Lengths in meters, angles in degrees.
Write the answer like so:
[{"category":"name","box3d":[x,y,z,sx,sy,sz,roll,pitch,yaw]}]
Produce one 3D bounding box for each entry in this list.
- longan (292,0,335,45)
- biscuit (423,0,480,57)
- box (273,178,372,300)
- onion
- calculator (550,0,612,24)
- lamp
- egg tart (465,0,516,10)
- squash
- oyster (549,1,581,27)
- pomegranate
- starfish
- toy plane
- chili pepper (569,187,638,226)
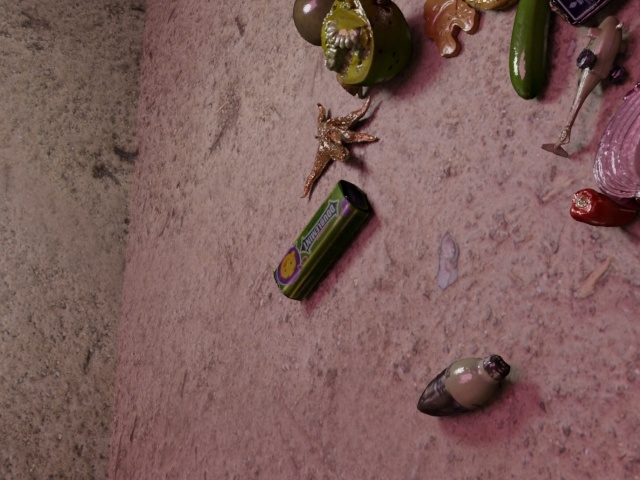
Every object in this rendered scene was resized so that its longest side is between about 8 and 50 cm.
[{"category":"longan","box3d":[0.016,-0.694,2.284,0.220,0.197,0.196,8,81,53]},{"category":"biscuit","box3d":[0.327,-0.576,1.929,0.144,0.040,0.236,-46,43,24]},{"category":"box","box3d":[0.000,0.000,2.045,0.345,0.097,0.134,-52,37,25]},{"category":"onion","box3d":[0.601,-0.179,1.262,0.227,0.120,0.283,12,84,49]},{"category":"calculator","box3d":[0.595,-0.563,1.508,0.274,0.028,0.165,-39,44,22]},{"category":"lamp","box3d":[0.283,0.298,1.506,0.250,0.101,0.101,-45,42,41]},{"category":"egg tart","box3d":[0.421,-0.706,1.773,0.319,0.128,0.319,-28,52,42]},{"category":"squash","box3d":[0.459,-0.447,1.631,0.082,0.082,0.292,-9,67,53]},{"category":"oyster","box3d":[0.519,-0.469,1.576,0.038,0.081,0.083,97,-168,-49]},{"category":"pomegranate","box3d":[0.116,-0.526,2.039,0.340,0.261,0.260,109,161,-59]},{"category":"starfish","box3d":[0.043,-0.279,2.137,0.293,0.084,0.301,-3,68,55]},{"category":"toy plane","box3d":[0.524,-0.307,1.475,0.108,0.092,0.286,-158,88,-78]},{"category":"chili pepper","box3d":[0.503,-0.057,1.339,0.070,0.123,0.073,-49,45,48]}]
